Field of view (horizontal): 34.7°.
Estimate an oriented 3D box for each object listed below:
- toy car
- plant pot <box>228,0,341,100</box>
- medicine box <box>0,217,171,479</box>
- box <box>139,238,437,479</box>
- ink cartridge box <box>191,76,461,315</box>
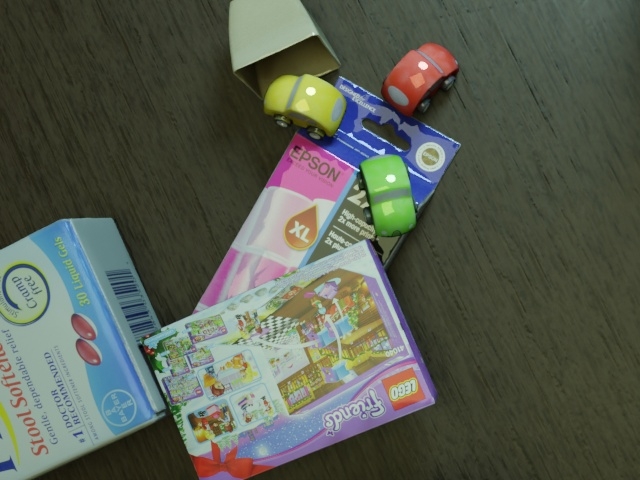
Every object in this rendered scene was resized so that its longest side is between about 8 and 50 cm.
[{"bbox_3d":[0.065,-0.116,1.179,0.239,0.053,0.225,-13,74,-3],"label":"toy car"},{"bbox_3d":[-0.052,-0.246,1.228,0.109,0.109,0.096,-22,73,11],"label":"plant pot"},{"bbox_3d":[-0.350,0.148,1.269,0.289,0.149,0.263,-26,86,10],"label":"medicine box"},{"bbox_3d":[-0.038,0.146,1.188,0.293,0.057,0.201,-23,87,10],"label":"box"},{"bbox_3d":[0.000,0.000,1.240,0.176,0.069,0.371,31,94,9],"label":"ink cartridge box"}]
